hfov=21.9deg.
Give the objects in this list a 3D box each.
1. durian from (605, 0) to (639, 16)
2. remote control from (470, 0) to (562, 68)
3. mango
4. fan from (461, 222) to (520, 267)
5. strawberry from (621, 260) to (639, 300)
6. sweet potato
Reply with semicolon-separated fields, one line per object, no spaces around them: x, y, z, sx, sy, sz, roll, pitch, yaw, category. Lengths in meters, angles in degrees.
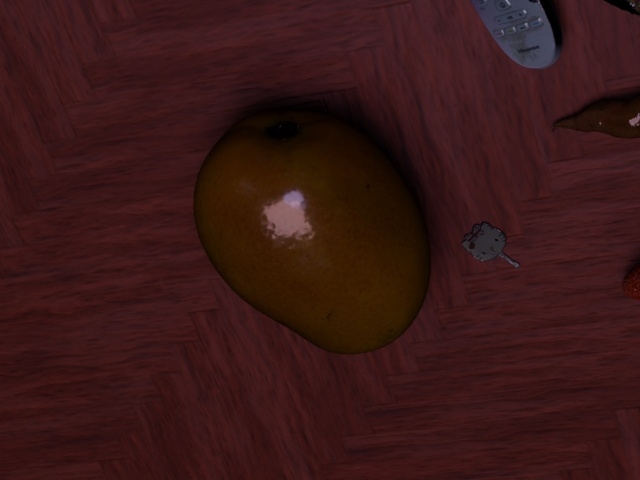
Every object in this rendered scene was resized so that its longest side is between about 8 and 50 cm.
0.308;-0.334;1.832;0.186;0.119;0.108;30;90;-21;durian
0.204;-0.309;1.890;0.097;0.045;0.256;-8;122;44;remote control
0.000;0.000;2.068;0.263;0.221;0.378;-18;129;20;mango
0.225;0.011;2.139;0.083;0.004;0.056;34;126;-9;fan
0.416;0.049;2.078;0.083;0.073;0.073;-1;128;45;strawberry
0.362;-0.147;1.963;0.194;0.056;0.056;-8;122;27;sweet potato
